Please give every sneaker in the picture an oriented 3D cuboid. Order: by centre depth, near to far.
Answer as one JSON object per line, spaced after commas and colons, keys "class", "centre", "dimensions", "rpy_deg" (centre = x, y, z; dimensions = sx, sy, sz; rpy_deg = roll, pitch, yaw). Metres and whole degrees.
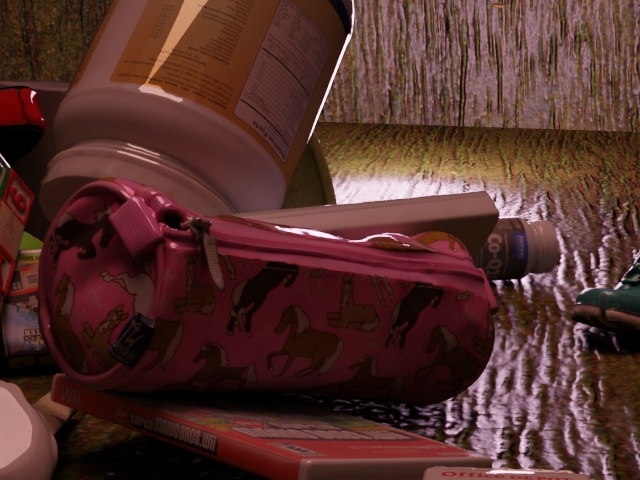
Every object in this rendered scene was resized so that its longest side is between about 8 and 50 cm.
{"class": "sneaker", "centre": [0.353, 0.039, 1.619], "dimensions": [0.107, 0.110, 0.275], "rpy_deg": [9, 14, 38]}

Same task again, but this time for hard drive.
{"class": "hard drive", "centre": [-0.003, 0.042, 1.416], "dimensions": [0.307, 0.203, 0.040], "rpy_deg": [-7, 53, -31]}

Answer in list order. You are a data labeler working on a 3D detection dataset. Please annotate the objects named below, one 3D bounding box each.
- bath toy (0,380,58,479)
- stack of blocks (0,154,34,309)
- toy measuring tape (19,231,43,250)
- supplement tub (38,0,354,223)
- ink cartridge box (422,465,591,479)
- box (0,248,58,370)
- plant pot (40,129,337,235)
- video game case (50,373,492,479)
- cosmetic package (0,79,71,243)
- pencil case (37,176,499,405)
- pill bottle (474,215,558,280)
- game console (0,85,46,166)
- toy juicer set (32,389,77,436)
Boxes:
{"class": "bath toy", "centre": [-0.335, 0.162, 0.918], "dimensions": [0.348, 0.129, 0.151], "rpy_deg": [-6, 45, -23]}
{"class": "stack of blocks", "centre": [-0.437, 0.022, 1.454], "dimensions": [0.297, 0.087, 0.171], "rpy_deg": [-11, 47, 22]}
{"class": "toy measuring tape", "centre": [-0.380, 0.040, 1.572], "dimensions": [0.330, 0.121, 0.121], "rpy_deg": [5, 12, 23]}
{"class": "supplement tub", "centre": [-0.118, -0.135, 1.455], "dimensions": [0.228, 0.316, 0.228], "rpy_deg": [17, -26, 9]}
{"class": "ink cartridge box", "centre": [0.112, 0.192, 0.926], "dimensions": [0.109, 0.063, 0.150], "rpy_deg": [2, 10, 7]}
{"class": "box", "centre": [-0.208, 0.062, 1.478], "dimensions": [0.207, 0.114, 0.036], "rpy_deg": [-3, -28, -18]}
{"class": "plant pot", "centre": [-0.155, -0.030, 1.652], "dimensions": [0.254, 0.276, 0.276], "rpy_deg": [-17, 17, -24]}
{"class": "video game case", "centre": [-0.041, 0.144, 1.162], "dimensions": [0.285, 0.025, 0.204], "rpy_deg": [11, 2, 43]}
{"class": "cosmetic package", "centre": [-0.322, -0.072, 1.828], "dimensions": [0.127, 0.238, 0.107], "rpy_deg": [7, 12, 35]}
{"class": "pencil case", "centre": [-0.032, 0.050, 1.228], "dimensions": [0.386, 0.160, 0.167], "rpy_deg": [9, 4, -42]}
{"class": "pill bottle", "centre": [0.212, 0.010, 1.848], "dimensions": [0.137, 0.078, 0.078], "rpy_deg": [-3, 11, -15]}
{"class": "game console", "centre": [-0.521, -0.055, 1.704], "dimensions": [0.386, 0.060, 0.342], "rpy_deg": [-34, -14, 35]}
{"class": "toy juicer set", "centre": [-0.325, 0.125, 1.254], "dimensions": [0.329, 0.089, 0.209], "rpy_deg": [21, 0, 18]}
